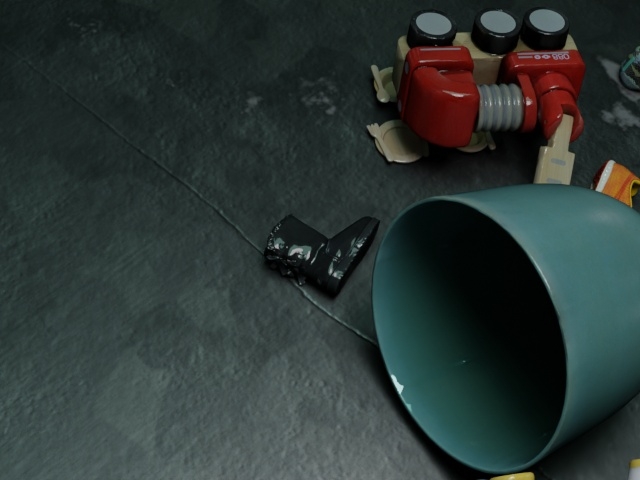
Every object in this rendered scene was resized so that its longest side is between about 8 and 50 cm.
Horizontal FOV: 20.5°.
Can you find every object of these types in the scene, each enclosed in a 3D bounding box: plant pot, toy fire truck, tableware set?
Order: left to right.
[{"bbox_3d":[0.136,-0.156,2.158,0.169,0.020,0.141,-3,56,-11],"label":"tableware set"},{"bbox_3d":[0.209,-0.135,2.070,0.217,0.158,0.246,-3,45,-13],"label":"toy fire truck"},{"bbox_3d":[0.236,0.072,1.867,0.235,0.293,0.293,-16,58,-36],"label":"plant pot"}]

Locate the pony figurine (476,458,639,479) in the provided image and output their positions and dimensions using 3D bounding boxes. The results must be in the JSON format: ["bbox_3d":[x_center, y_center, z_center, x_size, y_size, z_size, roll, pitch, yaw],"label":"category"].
[{"bbox_3d":[0.218,0.394,1.629,0.351,0.303,0.363,-1,80,-34],"label":"pony figurine"}]

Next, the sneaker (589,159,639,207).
[{"bbox_3d":[0.332,-0.022,2.071,0.067,0.064,0.175,32,59,1],"label":"sneaker"}]

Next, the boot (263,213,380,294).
[{"bbox_3d":[0.000,0.000,2.016,0.099,0.045,0.121,27,57,13],"label":"boot"}]

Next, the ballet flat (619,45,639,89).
[{"bbox_3d":[0.470,-0.227,2.232,0.188,0.070,0.070,-11,58,-16],"label":"ballet flat"}]
